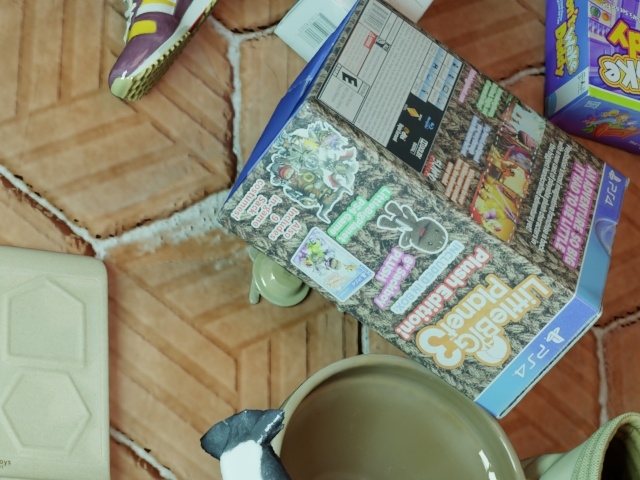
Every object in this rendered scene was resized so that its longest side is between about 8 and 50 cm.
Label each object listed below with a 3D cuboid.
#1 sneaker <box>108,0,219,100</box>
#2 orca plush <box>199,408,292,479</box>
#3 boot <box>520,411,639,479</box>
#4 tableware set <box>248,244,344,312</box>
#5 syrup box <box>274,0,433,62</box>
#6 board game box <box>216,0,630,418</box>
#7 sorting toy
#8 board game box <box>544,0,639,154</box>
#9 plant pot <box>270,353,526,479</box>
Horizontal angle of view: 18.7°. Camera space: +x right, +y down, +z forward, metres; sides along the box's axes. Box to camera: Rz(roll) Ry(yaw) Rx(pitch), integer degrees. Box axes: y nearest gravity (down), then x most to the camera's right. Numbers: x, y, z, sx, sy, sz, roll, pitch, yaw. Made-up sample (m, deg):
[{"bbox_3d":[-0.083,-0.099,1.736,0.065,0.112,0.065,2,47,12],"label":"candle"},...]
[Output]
[{"bbox_3d":[-0.148,-0.197,1.671,0.084,0.069,0.185,36,51,-2],"label":"sneaker"},{"bbox_3d":[-0.044,0.264,1.292,0.102,0.151,0.287,44,29,-58],"label":"orca plush"},{"bbox_3d":[0.204,0.283,1.580,0.095,0.203,0.262,20,61,-21],"label":"boot"},{"bbox_3d":[0.000,0.000,1.696,0.169,0.020,0.141,10,67,-26],"label":"tableware set"},{"bbox_3d":[0.067,-0.256,1.794,0.096,0.093,0.237,40,56,-9],"label":"syrup box"},{"bbox_3d":[0.093,-0.035,1.629,0.291,0.141,0.232,36,33,-6],"label":"board game box"},{"bbox_3d":[-0.257,0.097,1.505,0.193,0.038,0.208,8,62,-27],"label":"sorting toy"},{"bbox_3d":[0.391,-0.187,1.956,0.347,0.078,0.233,14,64,-24],"label":"board game box"},{"bbox_3d":[0.043,0.220,1.568,0.237,0.110,0.237,14,58,-24],"label":"plant pot"}]
